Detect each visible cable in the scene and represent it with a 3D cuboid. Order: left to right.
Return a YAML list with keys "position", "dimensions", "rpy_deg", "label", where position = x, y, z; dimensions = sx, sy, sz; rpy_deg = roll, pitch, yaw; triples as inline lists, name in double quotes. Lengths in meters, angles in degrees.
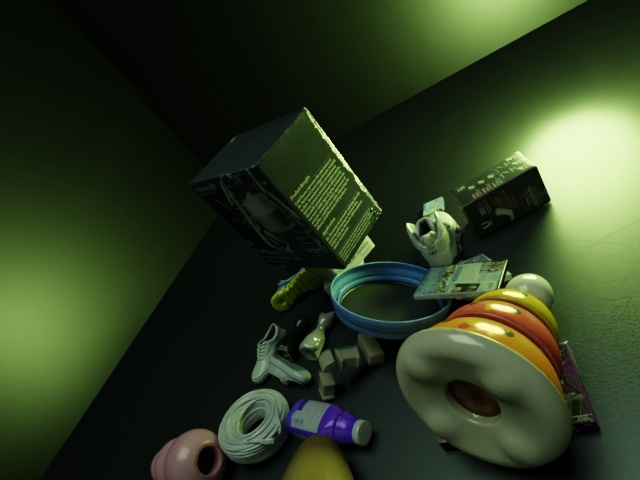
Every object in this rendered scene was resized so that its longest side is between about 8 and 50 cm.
- position: [-0.221, 0.628, 1.402]
  dimensions: [0.257, 0.089, 0.257]
  rpy_deg: [-21, 24, 13]
  label: "cable"

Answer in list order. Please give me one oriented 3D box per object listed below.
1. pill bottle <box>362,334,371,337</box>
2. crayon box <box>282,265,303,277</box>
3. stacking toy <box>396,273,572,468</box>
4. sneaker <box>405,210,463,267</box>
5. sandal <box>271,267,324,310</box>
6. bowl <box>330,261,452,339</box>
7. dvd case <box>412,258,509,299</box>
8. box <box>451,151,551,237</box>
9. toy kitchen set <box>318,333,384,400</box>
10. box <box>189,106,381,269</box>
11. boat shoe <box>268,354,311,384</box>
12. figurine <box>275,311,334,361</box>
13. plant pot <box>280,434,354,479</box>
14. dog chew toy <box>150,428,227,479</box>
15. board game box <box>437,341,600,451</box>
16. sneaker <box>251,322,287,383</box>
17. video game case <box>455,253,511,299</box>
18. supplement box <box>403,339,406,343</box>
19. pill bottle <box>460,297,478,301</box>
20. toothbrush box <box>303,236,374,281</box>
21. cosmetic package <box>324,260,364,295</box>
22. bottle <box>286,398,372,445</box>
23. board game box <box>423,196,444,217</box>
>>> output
- position: [0.192, 0.249, 1.444]
  dimensions: [0.108, 0.108, 0.180]
  rpy_deg: [-24, 12, 28]
  label: "pill bottle"
- position: [0.000, 0.000, 2.106]
  dimensions: [0.313, 0.106, 0.362]
  rpy_deg: [-21, 32, 33]
  label: "crayon box"
- position: [0.428, 0.228, 0.969]
  dimensions: [0.351, 0.350, 0.480]
  rpy_deg: [-9, 23, 45]
  label: "stacking toy"
- position: [0.421, -0.040, 1.512]
  dimensions: [0.137, 0.210, 0.365]
  rpy_deg: [-25, 30, 26]
  label: "sneaker"
- position: [-0.101, 0.193, 1.930]
  dimensions: [0.317, 0.126, 0.138]
  rpy_deg: [-33, 23, 10]
  label: "sandal"
- position: [0.227, 0.188, 1.350]
  dimensions: [0.391, 0.077, 0.391]
  rpy_deg: [-2, 23, 1]
  label: "bowl"
- position: [0.427, 0.119, 1.248]
  dimensions: [0.253, 0.022, 0.180]
  rpy_deg: [-10, 21, 36]
  label: "dvd case"
- position: [0.640, -0.162, 1.471]
  dimensions: [0.270, 0.165, 0.143]
  rpy_deg: [-31, 28, 16]
  label: "box"
- position: [0.093, 0.424, 1.384]
  dimensions: [0.207, 0.166, 0.122]
  rpy_deg: [-5, 24, -13]
  label: "toy kitchen set"
- position: [-0.129, -0.156, 1.482]
  dimensions: [0.480, 0.471, 0.297]
  rpy_deg: [-1, 46, 51]
  label: "box"
- position: [-0.118, 0.501, 1.536]
  dimensions: [0.226, 0.083, 0.075]
  rpy_deg: [11, 85, 53]
  label: "boat shoe"
- position: [-0.051, 0.368, 1.633]
  dimensions: [0.215, 0.092, 0.209]
  rpy_deg: [-15, 31, 38]
  label: "figurine"
- position: [-0.008, 0.630, 1.040]
  dimensions: [0.237, 0.237, 0.254]
  rpy_deg: [-34, 13, 11]
  label: "plant pot"
- position: [-0.475, 0.775, 1.425]
  dimensions: [0.332, 0.206, 0.206]
  rpy_deg: [-29, 27, 37]
  label: "dog chew toy"
- position: [0.452, 0.383, 1.005]
  dimensions: [0.347, 0.056, 0.208]
  rpy_deg: [-25, 26, 28]
  label: "board game box"
- position: [-0.229, 0.461, 1.700]
  dimensions: [0.094, 0.091, 0.258]
  rpy_deg: [-17, 34, 37]
  label: "sneaker"
- position: [0.473, 0.109, 1.294]
  dimensions: [0.173, 0.022, 0.190]
  rpy_deg: [-22, 16, 2]
  label: "video game case"
- position: [0.313, 0.318, 1.267]
  dimensions: [0.083, 0.056, 0.083]
  rpy_deg: [-4, 43, 49]
  label: "supplement box"
- position: [0.482, 0.160, 1.285]
  dimensions: [0.120, 0.067, 0.067]
  rpy_deg: [1, 47, 52]
  label: "pill bottle"
- position: [0.040, 0.036, 1.633]
  dimensions: [0.206, 0.122, 0.283]
  rpy_deg: [-48, 29, -16]
  label: "toothbrush box"
- position: [0.104, 0.129, 1.716]
  dimensions: [0.113, 0.160, 0.309]
  rpy_deg: [-29, 27, 19]
  label: "cosmetic package"
- position: [0.024, 0.553, 1.234]
  dimensions: [0.283, 0.092, 0.118]
  rpy_deg: [-11, 32, 43]
  label: "bottle"
- position: [0.494, -0.143, 1.793]
  dimensions: [0.090, 0.020, 0.090]
  rpy_deg: [-24, 31, 31]
  label: "board game box"
